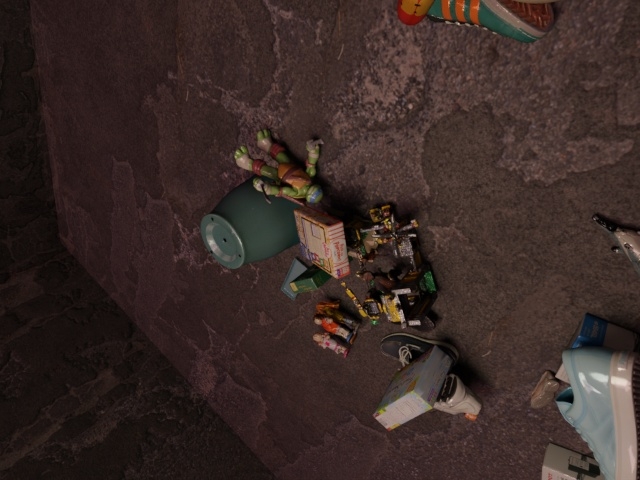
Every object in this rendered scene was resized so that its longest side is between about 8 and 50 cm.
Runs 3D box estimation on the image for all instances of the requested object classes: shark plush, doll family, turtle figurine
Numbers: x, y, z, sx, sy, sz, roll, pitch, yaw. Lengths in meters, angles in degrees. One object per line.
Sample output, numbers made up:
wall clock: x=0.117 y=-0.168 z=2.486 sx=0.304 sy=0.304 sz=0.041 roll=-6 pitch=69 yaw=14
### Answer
shark plush: x=0.585 y=0.018 z=0.801 sx=0.161 sy=0.073 sz=0.067 roll=36 pitch=165 yaw=11
doll family: x=0.046 y=0.285 z=1.418 sx=0.163 sy=0.118 sz=0.262 roll=28 pitch=150 yaw=16
turtle figurine: x=-0.107 y=-0.220 z=1.141 sx=0.266 sy=0.275 sz=0.197 roll=35 pitch=100 yaw=24

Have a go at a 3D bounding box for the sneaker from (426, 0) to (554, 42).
sneaker: x=0.266 y=-0.440 z=0.748 sx=0.302 sy=0.108 sz=0.121 roll=38 pitch=162 yaw=3

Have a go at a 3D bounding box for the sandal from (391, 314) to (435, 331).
sandal: x=0.268 y=0.223 z=1.226 sx=0.179 sy=0.040 sz=0.067 roll=-2 pitch=110 yaw=58

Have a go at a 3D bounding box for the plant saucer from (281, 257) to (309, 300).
plant saucer: x=-0.089 y=0.138 z=1.487 sx=0.067 sy=0.018 sz=0.192 roll=40 pitch=135 yaw=14

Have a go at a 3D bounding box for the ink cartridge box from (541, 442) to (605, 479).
ink cartridge box: x=0.698 y=0.649 z=1.092 sx=0.209 sy=0.087 sz=0.152 roll=8 pitch=121 yaw=38

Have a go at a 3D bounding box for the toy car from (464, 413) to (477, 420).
toy car: x=0.417 y=0.472 z=1.239 sx=0.122 sy=0.060 sz=0.040 roll=35 pitch=130 yaw=18

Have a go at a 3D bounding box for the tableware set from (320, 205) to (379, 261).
tableware set: x=0.084 y=-0.022 z=1.217 sx=0.194 sy=0.039 sz=0.128 roll=18 pitch=116 yaw=25

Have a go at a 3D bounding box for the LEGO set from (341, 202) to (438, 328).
LEGO set: x=0.152 y=0.086 z=1.074 sx=0.255 sy=0.192 sz=0.330 roll=-2 pitch=106 yaw=31

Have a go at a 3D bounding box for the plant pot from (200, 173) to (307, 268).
plant pot: x=-0.218 y=-0.047 z=1.300 sx=0.272 sy=0.255 sz=0.271 roll=22 pitch=130 yaw=29

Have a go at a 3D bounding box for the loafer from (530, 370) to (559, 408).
loafer: x=0.571 y=0.382 z=1.069 sx=0.045 sy=0.039 sz=0.125 roll=5 pitch=129 yaw=0

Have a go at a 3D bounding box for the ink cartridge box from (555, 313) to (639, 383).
ink cartridge box: x=0.642 y=0.273 z=0.892 sx=0.203 sy=0.086 sz=0.148 roll=24 pitch=131 yaw=28

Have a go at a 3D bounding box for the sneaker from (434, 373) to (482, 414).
sneaker: x=0.352 y=0.459 z=1.225 sx=0.118 sy=0.110 sz=0.292 roll=30 pitch=160 yaw=-8

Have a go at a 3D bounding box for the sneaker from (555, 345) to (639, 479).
sneaker: x=0.581 y=0.370 z=0.867 sx=0.150 sy=0.135 sz=0.365 roll=4 pitch=113 yaw=49

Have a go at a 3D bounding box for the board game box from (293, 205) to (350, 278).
board game box: x=0.000 y=0.000 z=1.111 sx=0.194 sy=0.045 sz=0.146 roll=30 pitch=135 yaw=55

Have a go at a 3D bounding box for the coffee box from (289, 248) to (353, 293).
coffee box: x=0.003 y=0.092 z=1.253 sx=0.113 sy=0.184 sz=0.040 roll=-18 pitch=103 yaw=46

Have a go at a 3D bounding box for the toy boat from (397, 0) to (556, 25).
toy boat: x=0.248 y=-0.442 z=0.605 sx=0.267 sy=0.318 sz=0.148 roll=53 pitch=175 yaw=4

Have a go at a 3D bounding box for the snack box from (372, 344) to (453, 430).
snack box: x=0.250 y=0.403 z=1.137 sx=0.070 sy=0.174 sz=0.207 roll=39 pitch=135 yaw=7

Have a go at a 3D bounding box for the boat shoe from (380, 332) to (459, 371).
boat shoe: x=0.282 y=0.344 z=1.255 sx=0.255 sy=0.079 sz=0.095 roll=4 pitch=118 yaw=39
